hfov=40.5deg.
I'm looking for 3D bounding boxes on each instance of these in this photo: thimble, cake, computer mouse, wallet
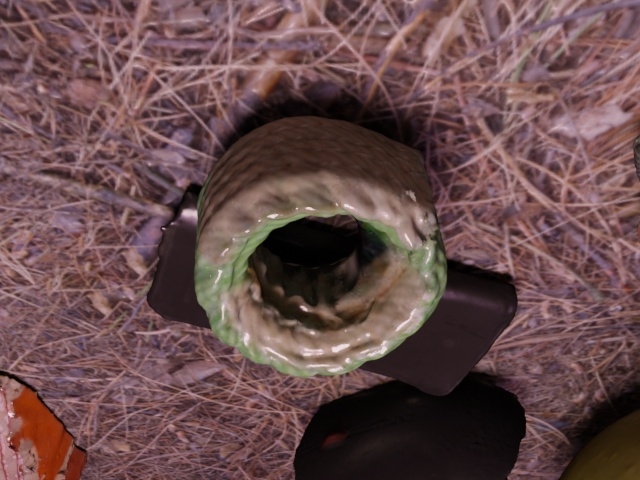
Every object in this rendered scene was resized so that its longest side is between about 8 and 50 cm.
[{"bbox_3d":[0.000,0.000,0.753,0.218,0.150,0.219,-2,125,-2],"label":"thimble"},{"bbox_3d":[-0.420,0.279,1.178,0.098,0.135,0.287,1,132,26],"label":"cake"},{"bbox_3d":[0.096,0.237,1.035,0.295,0.168,0.087,-10,131,18],"label":"computer mouse"},{"bbox_3d":[0.003,0.064,0.930,0.377,0.051,0.197,17,136,-12],"label":"wallet"}]

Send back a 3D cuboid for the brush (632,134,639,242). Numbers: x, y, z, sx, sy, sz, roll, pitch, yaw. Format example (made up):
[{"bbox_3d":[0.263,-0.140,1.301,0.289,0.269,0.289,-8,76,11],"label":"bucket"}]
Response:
[{"bbox_3d":[0.349,0.004,0.833,0.070,0.051,0.323,-11,140,27],"label":"brush"}]

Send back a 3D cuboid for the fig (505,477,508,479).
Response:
[{"bbox_3d":[0.129,0.308,1.106,0.207,0.175,0.175,24,136,-30],"label":"fig"}]

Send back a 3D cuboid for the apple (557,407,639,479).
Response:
[{"bbox_3d":[0.484,0.388,0.976,0.473,0.474,0.474,3,139,2],"label":"apple"}]
